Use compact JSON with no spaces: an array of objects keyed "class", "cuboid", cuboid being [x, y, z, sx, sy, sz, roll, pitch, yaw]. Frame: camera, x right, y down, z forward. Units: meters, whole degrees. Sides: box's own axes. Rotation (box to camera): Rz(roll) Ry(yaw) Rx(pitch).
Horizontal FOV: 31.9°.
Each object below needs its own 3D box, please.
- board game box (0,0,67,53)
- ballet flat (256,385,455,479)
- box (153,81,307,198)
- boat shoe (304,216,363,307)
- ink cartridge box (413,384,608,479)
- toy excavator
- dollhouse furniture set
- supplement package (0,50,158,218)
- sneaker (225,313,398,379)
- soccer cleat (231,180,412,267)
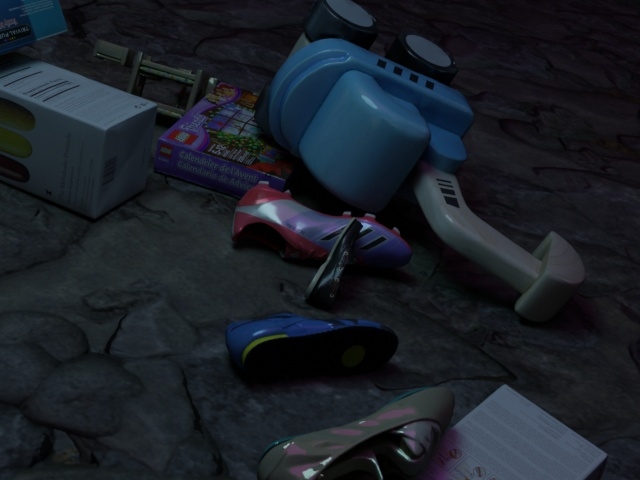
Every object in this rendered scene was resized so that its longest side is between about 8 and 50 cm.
[{"class":"board game box","cuboid":[-0.564,-0.265,1.557,0.336,0.079,0.254,-9,16,29]},{"class":"ballet flat","cuboid":[0.055,0.217,1.124,0.249,0.086,0.086,-16,39,-30]},{"class":"box","cuboid":[-0.115,-0.155,1.758,0.201,0.057,0.293,18,28,6]},{"class":"boat shoe","cuboid":[0.025,0.029,1.452,0.042,0.049,0.133,26,61,5]},{"class":"ink cartridge box","cuboid":[0.198,0.248,1.197,0.179,0.045,0.145,-33,52,-32]},{"class":"toy excavator","cuboid":[0.135,-0.099,1.599,0.433,0.222,0.445,21,34,-23]},{"class":"dollhouse furniture set","cuboid":[-0.276,-0.249,1.860,0.182,0.101,0.161,18,3,7]},{"class":"supplement package","cuboid":[-0.369,-0.149,1.539,0.244,0.139,0.134,21,28,16]},{"class":"sneaker","cuboid":[-0.010,0.111,1.302,0.209,0.069,0.082,-1,27,-27]},{"class":"soccer cleat","cuboid":[0.000,0.000,1.524,0.248,0.083,0.095,21,58,1]}]
